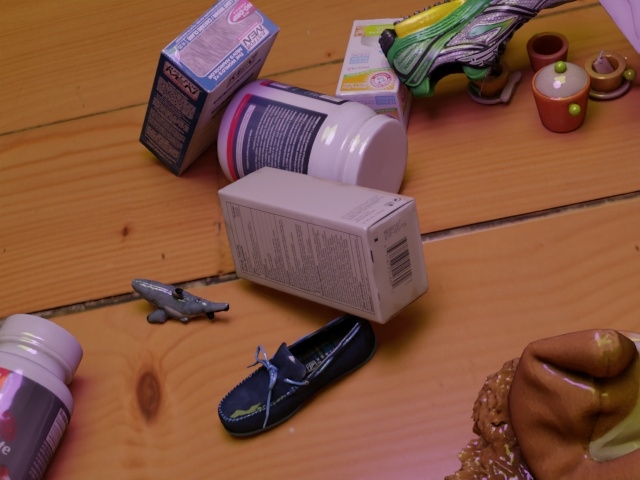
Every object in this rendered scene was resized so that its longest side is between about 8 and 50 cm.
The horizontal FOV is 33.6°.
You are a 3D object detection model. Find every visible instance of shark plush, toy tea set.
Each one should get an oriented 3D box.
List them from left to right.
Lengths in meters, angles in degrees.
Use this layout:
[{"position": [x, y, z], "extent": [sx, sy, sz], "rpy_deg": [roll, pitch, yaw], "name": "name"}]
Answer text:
[{"position": [-0.222, 0.099, 1.667], "extent": [0.161, 0.067, 0.073], "rpy_deg": [20, 58, 29], "name": "shark plush"}, {"position": [0.362, -0.317, 1.827], "extent": [0.336, 0.124, 0.200], "rpy_deg": [27, 62, 33], "name": "toy tea set"}]

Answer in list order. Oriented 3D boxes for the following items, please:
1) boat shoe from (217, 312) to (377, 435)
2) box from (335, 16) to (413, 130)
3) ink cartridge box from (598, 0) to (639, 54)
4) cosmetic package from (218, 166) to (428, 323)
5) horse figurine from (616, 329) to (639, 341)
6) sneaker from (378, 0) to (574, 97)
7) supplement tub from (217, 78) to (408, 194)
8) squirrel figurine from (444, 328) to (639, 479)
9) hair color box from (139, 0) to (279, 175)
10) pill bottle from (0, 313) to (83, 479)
[{"position": [-0.043, 0.178, 1.534], "extent": [0.258, 0.089, 0.109], "rpy_deg": [-36, 50, -16], "name": "boat shoe"}, {"position": [0.105, -0.292, 1.891], "extent": [0.114, 0.103, 0.203], "rpy_deg": [1, 50, 17], "name": "box"}, {"position": [0.621, -0.425, 1.645], "extent": [0.353, 0.119, 0.207], "rpy_deg": [-13, 51, -10], "name": "ink cartridge box"}, {"position": [0.000, 0.000, 1.574], "extent": [0.309, 0.160, 0.113], "rpy_deg": [17, 37, 43], "name": "cosmetic package"}, {"position": [0.429, 0.191, 1.409], "extent": [0.263, 0.066, 0.174], "rpy_deg": [30, 71, 31], "name": "horse figurine"}, {"position": [0.280, -0.346, 1.767], "extent": [0.343, 0.134, 0.146], "rpy_deg": [-25, 81, 11], "name": "sneaker"}, {"position": [-0.014, -0.149, 1.741], "extent": [0.272, 0.191, 0.191], "rpy_deg": [19, 57, 29], "name": "supplement tub"}, {"position": [0.315, 0.312, 1.226], "extent": [0.397, 0.281, 0.370], "rpy_deg": [-19, 67, 52], "name": "squirrel figurine"}, {"position": [-0.196, -0.257, 1.786], "extent": [0.105, 0.347, 0.174], "rpy_deg": [42, 66, 0], "name": "hair color box"}, {"position": [-0.461, 0.270, 1.512], "extent": [0.176, 0.176, 0.318], "rpy_deg": [5, 52, 19], "name": "pill bottle"}]
